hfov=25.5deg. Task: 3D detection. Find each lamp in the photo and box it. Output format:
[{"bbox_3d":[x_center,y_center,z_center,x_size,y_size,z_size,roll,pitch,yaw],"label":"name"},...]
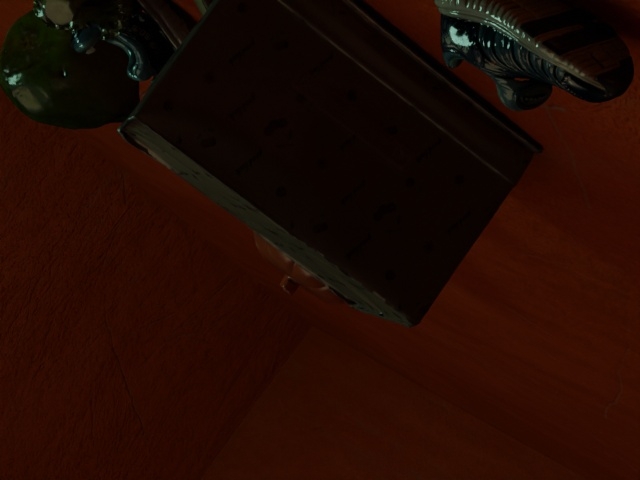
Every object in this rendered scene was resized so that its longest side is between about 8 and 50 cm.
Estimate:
[{"bbox_3d":[0.000,0.000,1.827,0.187,0.164,0.187,33,173,4],"label":"lamp"}]

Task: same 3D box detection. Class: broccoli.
[{"bbox_3d":[-0.256,-0.272,1.484,0.130,0.120,0.131,16,132,-3],"label":"broccoli"}]

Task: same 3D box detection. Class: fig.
[{"bbox_3d":[-0.326,-0.232,1.945,0.233,0.167,0.167,14,-176,-28],"label":"fig"}]

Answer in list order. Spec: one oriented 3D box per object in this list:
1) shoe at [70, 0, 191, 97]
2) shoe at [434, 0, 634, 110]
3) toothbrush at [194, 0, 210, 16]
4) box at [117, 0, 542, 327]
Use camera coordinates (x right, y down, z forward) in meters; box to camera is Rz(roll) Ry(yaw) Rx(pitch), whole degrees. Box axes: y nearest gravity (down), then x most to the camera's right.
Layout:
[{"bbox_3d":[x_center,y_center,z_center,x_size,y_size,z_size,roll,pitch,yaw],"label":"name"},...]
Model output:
[{"bbox_3d":[-0.241,-0.255,1.583,0.207,0.106,0.091,43,170,-8],"label":"shoe"},{"bbox_3d":[0.127,-0.114,0.868,0.143,0.064,0.071,31,131,37],"label":"shoe"},{"bbox_3d":[-0.126,-0.250,1.407,0.026,0.028,0.294,36,178,16],"label":"toothbrush"},{"bbox_3d":[-0.006,-0.087,1.230,0.297,0.190,0.225,38,174,-10],"label":"box"}]
